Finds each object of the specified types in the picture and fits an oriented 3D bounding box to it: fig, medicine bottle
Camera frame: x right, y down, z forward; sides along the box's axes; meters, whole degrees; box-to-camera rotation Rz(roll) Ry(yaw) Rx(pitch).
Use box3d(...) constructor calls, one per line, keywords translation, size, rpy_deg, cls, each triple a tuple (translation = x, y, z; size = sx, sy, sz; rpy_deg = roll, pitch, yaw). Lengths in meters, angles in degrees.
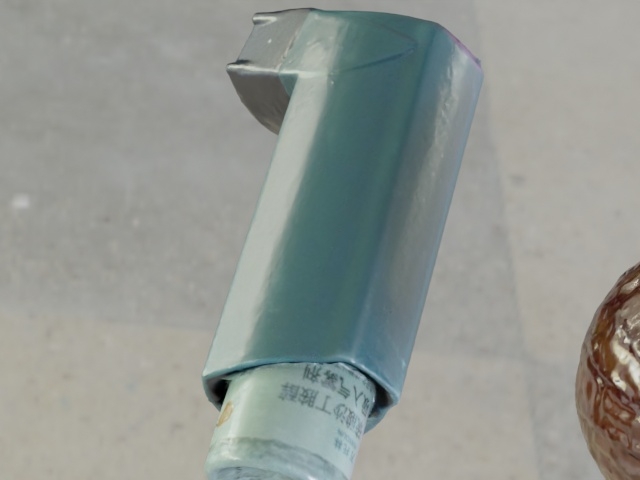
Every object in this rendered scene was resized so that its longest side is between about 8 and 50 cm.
box3d(translation=(0.174, 0.084, 0.731), size=(0.134, 0.146, 0.201), rpy_deg=(38, 24, -17), cls="fig")
box3d(translation=(0.000, 0.000, 0.870), size=(0.124, 0.079, 0.258), rpy_deg=(-10, 53, 38), cls="medicine bottle")
